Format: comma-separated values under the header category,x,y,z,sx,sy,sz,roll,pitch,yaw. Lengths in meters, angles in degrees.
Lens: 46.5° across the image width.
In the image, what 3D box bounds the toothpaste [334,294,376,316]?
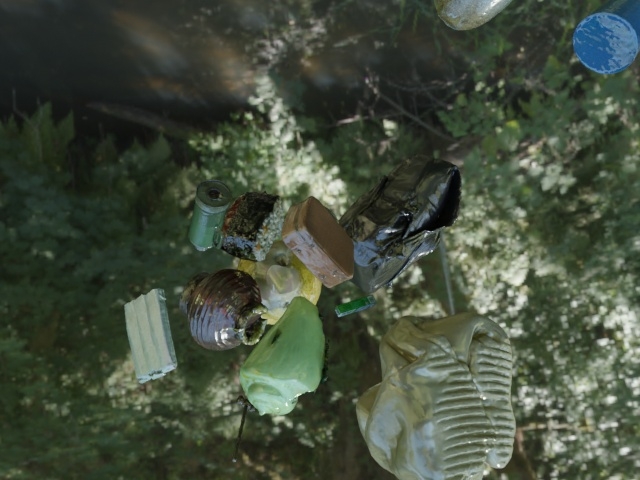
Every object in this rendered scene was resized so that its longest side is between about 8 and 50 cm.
category,x,y,z,sx,sy,sz,roll,pitch,yaw
toothpaste,0.068,0.127,1.445,0.083,0.020,0.017,-15,152,-26

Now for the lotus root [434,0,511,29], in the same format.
category,x,y,z,sx,sy,sz,roll,pitch,yaw
lotus root,0.354,-0.545,1.452,0.140,0.158,0.322,37,129,-12

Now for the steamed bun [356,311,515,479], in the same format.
category,x,y,z,sx,sy,sz,roll,pitch,yaw
steamed bun,0.216,0.335,1.492,0.342,0.367,0.255,7,165,-43

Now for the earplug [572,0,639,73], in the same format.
category,x,y,z,sx,sy,sz,roll,pitch,yaw
earplug,0.653,-0.470,1.578,0.273,0.132,0.132,-43,-172,-36

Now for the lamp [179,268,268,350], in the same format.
category,x,y,z,sx,sy,sz,roll,pitch,yaw
lamp,-0.256,0.189,2.025,0.247,0.247,0.247,-8,166,-2

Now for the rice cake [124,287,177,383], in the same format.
category,x,y,z,sx,sy,sz,roll,pitch,yaw
rice cake,-0.420,0.237,1.846,0.124,0.211,0.038,-26,159,17

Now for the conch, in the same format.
category,x,y,z,sx,sy,sz,roll,pitch,yaw
conch,-0.057,0.238,1.494,0.250,0.137,0.143,-47,-157,-23

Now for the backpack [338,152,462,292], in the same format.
category,x,y,z,sx,sy,sz,roll,pitch,yaw
backpack,0.232,-0.058,2.147,0.445,0.255,0.363,-49,168,-14

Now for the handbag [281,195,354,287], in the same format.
category,x,y,z,sx,sy,sz,roll,pitch,yaw
handbag,0.000,0.000,1.676,0.072,0.151,0.193,-27,121,28

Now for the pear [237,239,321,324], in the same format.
category,x,y,z,sx,sy,sz,roll,pitch,yaw
pear,-0.123,0.126,2.250,0.271,0.271,0.271,-8,166,-2

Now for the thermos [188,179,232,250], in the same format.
category,x,y,z,sx,sy,sz,roll,pitch,yaw
thermos,-0.234,-0.042,1.578,0.083,0.073,0.187,22,142,-2

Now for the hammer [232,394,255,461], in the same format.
category,x,y,z,sx,sy,sz,roll,pitch,yaw
hammer,-0.227,0.533,2.108,0.058,0.029,0.292,33,-163,-9

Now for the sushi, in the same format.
category,x,y,z,sx,sy,sz,roll,pitch,yaw
sushi,-0.184,-0.040,2.028,0.126,0.225,0.136,13,130,21
